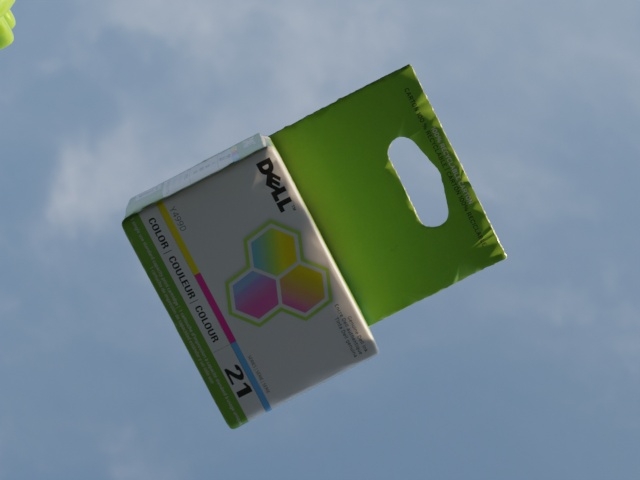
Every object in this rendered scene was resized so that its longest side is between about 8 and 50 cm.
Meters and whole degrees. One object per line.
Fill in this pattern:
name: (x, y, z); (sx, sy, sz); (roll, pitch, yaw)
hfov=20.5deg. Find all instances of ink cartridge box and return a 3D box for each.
ink cartridge box: (0.000, 0.000, 1.380); (0.255, 0.189, 0.097); (-27, -170, 1)

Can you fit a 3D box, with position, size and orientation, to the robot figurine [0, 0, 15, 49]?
robot figurine: (-0.222, -0.160, 1.031); (0.067, 0.115, 0.101); (-23, -151, 8)
